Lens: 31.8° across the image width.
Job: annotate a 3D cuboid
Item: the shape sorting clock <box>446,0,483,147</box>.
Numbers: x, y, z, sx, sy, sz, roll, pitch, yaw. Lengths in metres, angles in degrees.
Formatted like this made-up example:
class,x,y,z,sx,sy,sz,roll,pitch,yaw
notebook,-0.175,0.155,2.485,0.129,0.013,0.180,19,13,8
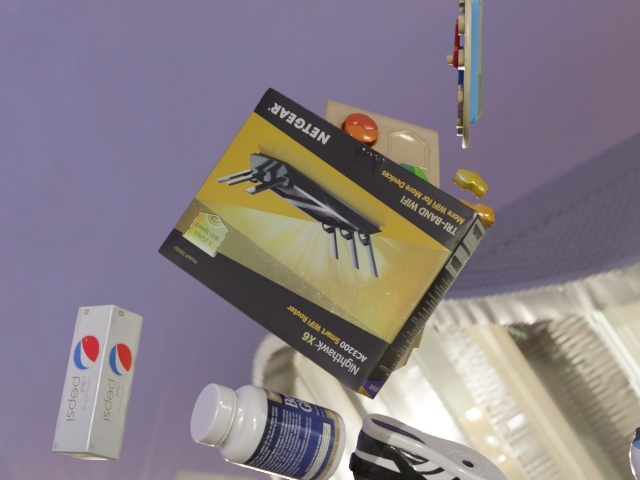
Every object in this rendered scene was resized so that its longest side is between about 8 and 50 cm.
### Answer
class,x,y,z,sx,sy,sz,roll,pitch,yaw
shape sorting clock,0.170,-0.214,1.331,0.040,0.206,0.206,1,-10,11

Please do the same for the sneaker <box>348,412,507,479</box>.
class,x,y,z,sx,sy,sz,roll,pitch,yaw
sneaker,0.144,0.335,1.567,0.079,0.217,0.121,-30,-38,-67

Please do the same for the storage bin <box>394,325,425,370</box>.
class,x,y,z,sx,sy,sz,roll,pitch,yaw
storage bin,0.019,0.024,1.514,0.123,0.262,0.260,-22,-45,-42

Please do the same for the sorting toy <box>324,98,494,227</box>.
class,x,y,z,sx,sy,sz,roll,pitch,yaw
sorting toy,0.150,-0.126,1.885,0.307,0.229,0.041,14,-42,-15

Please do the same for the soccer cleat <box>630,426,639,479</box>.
class,x,y,z,sx,sy,sz,roll,pitch,yaw
soccer cleat,0.635,0.338,1.758,0.116,0.143,0.331,18,-32,-33

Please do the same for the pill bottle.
class,x,y,z,sx,sy,sz,roll,pitch,yaw
pill bottle,-0.063,0.224,1.319,0.169,0.094,0.094,21,-44,-26

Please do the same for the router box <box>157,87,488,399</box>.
class,x,y,z,sx,sy,sz,roll,pitch,yaw
router box,0.000,0.000,1.317,0.243,0.309,0.081,-57,-22,-2

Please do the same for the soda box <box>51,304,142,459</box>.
class,x,y,z,sx,sy,sz,roll,pitch,yaw
soda box,-0.321,0.205,1.626,0.074,0.216,0.069,-6,-22,34
